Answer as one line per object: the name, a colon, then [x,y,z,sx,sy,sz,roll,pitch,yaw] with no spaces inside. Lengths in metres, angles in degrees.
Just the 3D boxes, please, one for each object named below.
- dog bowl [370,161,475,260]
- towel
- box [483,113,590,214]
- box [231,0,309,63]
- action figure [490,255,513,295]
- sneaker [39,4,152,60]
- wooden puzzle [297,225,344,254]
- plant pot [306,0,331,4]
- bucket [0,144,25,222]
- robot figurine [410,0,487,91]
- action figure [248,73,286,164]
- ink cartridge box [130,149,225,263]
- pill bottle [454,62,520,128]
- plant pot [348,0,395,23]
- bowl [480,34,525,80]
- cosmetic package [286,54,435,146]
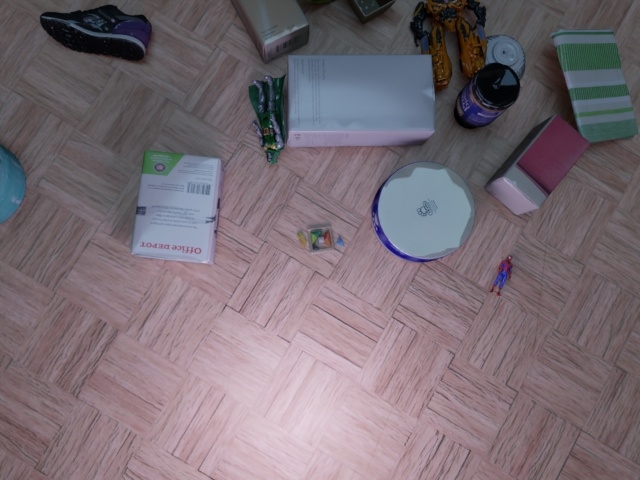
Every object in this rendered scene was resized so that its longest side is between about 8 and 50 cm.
dog bowl: [0.273,-0.075,1.530,0.265,0.104,0.264,0,84,-3]
towel: [0.767,-0.433,1.592,0.248,0.038,0.324,-11,86,-28]
box: [0.581,-0.200,1.539,0.127,0.148,0.232,41,84,0]
box: [-0.164,-0.665,1.556,0.148,0.121,0.311,-29,87,-5]
action figure: [0.503,0.094,1.566,0.038,0.030,0.115,24,81,4]
sneaker: [-0.601,-0.580,1.546,0.283,0.107,0.124,13,69,-6]
wooden puzzle: [0.000,0.000,1.551,0.116,0.014,0.078,-14,85,-5]
plant pot: [0.009,-0.876,1.462,0.366,0.366,0.353,-34,88,-6]
bucket: [-0.901,-0.158,1.429,0.281,0.183,0.281,0,84,-4]
robot figurine: [0.364,-0.568,1.578,0.211,0.085,0.291,-10,78,10]
action figure: [-0.139,-0.320,1.537,0.137,0.063,0.232,-8,90,40]
ink cartridge box: [-0.366,-0.081,1.486,0.198,0.115,0.272,6,83,-2]
pill bottle: [0.431,-0.372,1.512,0.123,0.219,0.122,0,84,-4]
plant pot: [0.134,-0.670,1.587,0.109,0.096,0.109,-31,88,-6]
bowl: [0.508,-0.512,1.602,0.170,0.080,0.170,0,85,-3]
cosmetic package: [0.102,-0.371,1.528,0.385,0.156,0.217,1,84,-4]
